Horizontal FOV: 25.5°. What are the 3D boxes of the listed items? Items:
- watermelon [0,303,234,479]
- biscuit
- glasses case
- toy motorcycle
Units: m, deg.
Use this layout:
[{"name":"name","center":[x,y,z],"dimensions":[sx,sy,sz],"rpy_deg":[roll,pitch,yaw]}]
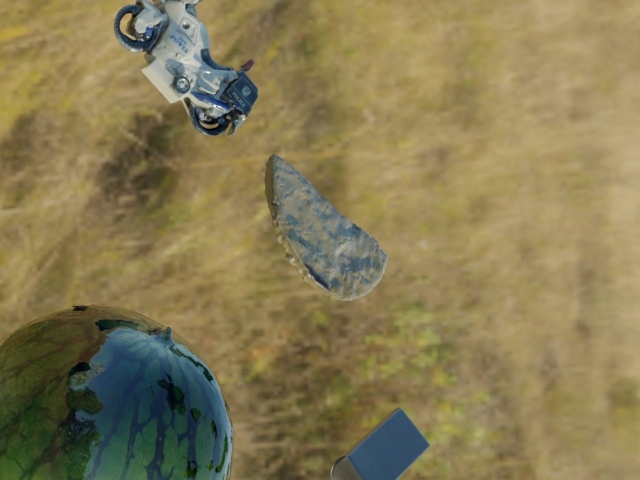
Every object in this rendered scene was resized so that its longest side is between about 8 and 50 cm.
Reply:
[{"name":"watermelon","center":[-0.265,0.245,1.630],"dimensions":[0.363,0.363,0.363],"rpy_deg":[-6,90,-77]},{"name":"biscuit","center":[0.002,0.004,1.846],"dimensions":[0.250,0.032,0.133],"rpy_deg":[41,46,-36]},{"name":"glasses case","center":[0.078,0.278,1.816],"dimensions":[0.072,0.042,0.190],"rpy_deg":[47,27,8]},{"name":"toy motorcycle","center":[-0.164,-0.247,1.869],"dimensions":[0.221,0.102,0.150],"rpy_deg":[49,61,-19]}]
